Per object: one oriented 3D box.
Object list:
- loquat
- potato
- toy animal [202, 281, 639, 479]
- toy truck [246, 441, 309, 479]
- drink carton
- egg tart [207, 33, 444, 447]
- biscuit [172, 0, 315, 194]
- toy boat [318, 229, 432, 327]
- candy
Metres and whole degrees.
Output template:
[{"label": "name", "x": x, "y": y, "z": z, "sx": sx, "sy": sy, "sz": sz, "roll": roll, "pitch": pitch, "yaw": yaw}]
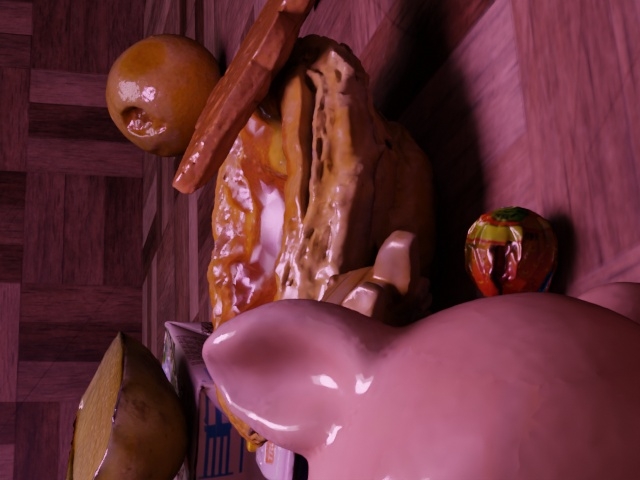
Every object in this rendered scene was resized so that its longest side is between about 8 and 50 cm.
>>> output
[{"label": "loquat", "x": -0.265, "y": -0.255, "z": 1.770, "sx": 0.213, "sy": 0.213, "sz": 0.213, "roll": -178, "pitch": 90, "yaw": -75}, {"label": "potato", "x": -0.202, "y": 0.210, "z": 1.138, "sx": 0.160, "sy": 0.111, "sz": 0.271, "roll": -63, "pitch": 17, "yaw": 8}, {"label": "toy animal", "x": 0.070, "y": 0.157, "z": 0.468, "sx": 0.326, "sy": 0.237, "sz": 0.269, "roll": 154, "pitch": 110, "yaw": -67}, {"label": "toy truck", "x": -0.026, "y": 0.166, "z": 0.993, "sx": 0.227, "sy": 0.114, "sz": 0.098, "roll": -149, "pitch": 62, "yaw": -72}, {"label": "drink carton", "x": -0.120, "y": 0.227, "z": 1.282, "sx": 0.324, "sy": 0.132, "sz": 0.194, "roll": -153, "pitch": 67, "yaw": -72}, {"label": "egg tart", "x": 0.000, "y": 0.000, "z": 0.843, "sx": 0.352, "sy": 0.150, "sz": 0.351, "roll": -171, "pitch": 90, "yaw": -73}, {"label": "biscuit", "x": -0.053, "y": -0.129, "z": 0.792, "sx": 0.162, "sy": 0.035, "sz": 0.250, "roll": -46, "pitch": 16, "yaw": 55}, {"label": "toy boat", "x": 0.055, "y": 0.139, "z": 0.658, "sx": 0.089, "sy": 0.115, "sz": 0.310, "roll": -44, "pitch": -48, "yaw": -45}, {"label": "candy", "x": 0.117, "y": 0.076, "z": 0.636, "sx": 0.060, "sy": 0.061, "sz": 0.201, "roll": -136, "pitch": 41, "yaw": -70}]
